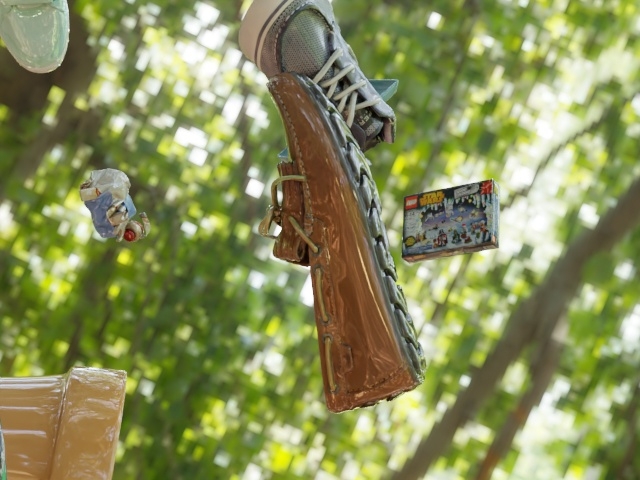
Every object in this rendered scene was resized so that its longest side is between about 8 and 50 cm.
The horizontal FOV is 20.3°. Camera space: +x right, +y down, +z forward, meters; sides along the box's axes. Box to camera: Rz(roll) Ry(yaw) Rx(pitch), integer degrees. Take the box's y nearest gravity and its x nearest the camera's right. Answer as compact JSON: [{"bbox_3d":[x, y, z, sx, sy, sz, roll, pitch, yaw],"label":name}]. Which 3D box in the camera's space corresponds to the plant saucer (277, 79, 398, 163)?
[{"bbox_3d":[0.026,-0.155,2.355,0.067,0.192,0.018,6,-52,46],"label":"plant saucer"}]

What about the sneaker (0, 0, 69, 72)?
[{"bbox_3d":[-0.358,-0.320,2.109,0.094,0.255,0.151,-9,10,-2],"label":"sneaker"}]

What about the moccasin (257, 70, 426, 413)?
[{"bbox_3d":[0.001,0.000,1.968,0.147,0.380,0.139,-17,-1,10],"label":"moccasin"}]

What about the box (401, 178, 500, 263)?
[{"bbox_3d":[0.175,-0.025,2.405,0.137,0.094,0.027,-11,-28,29],"label":"box"}]

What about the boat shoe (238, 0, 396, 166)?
[{"bbox_3d":[0.012,-0.197,2.150,0.158,0.127,0.340,42,-4,17],"label":"boat shoe"}]

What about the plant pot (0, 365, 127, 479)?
[{"bbox_3d":[-0.325,0.261,1.863,0.204,0.290,0.291,11,-7,-8],"label":"plant pot"}]

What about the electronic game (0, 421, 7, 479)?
[{"bbox_3d":[-0.293,0.177,1.520,0.048,0.229,0.229,-8,-9,-3],"label":"electronic game"}]

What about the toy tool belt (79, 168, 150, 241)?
[{"bbox_3d":[-0.204,-0.025,1.724,0.052,0.051,0.083,-8,-60,32],"label":"toy tool belt"}]
